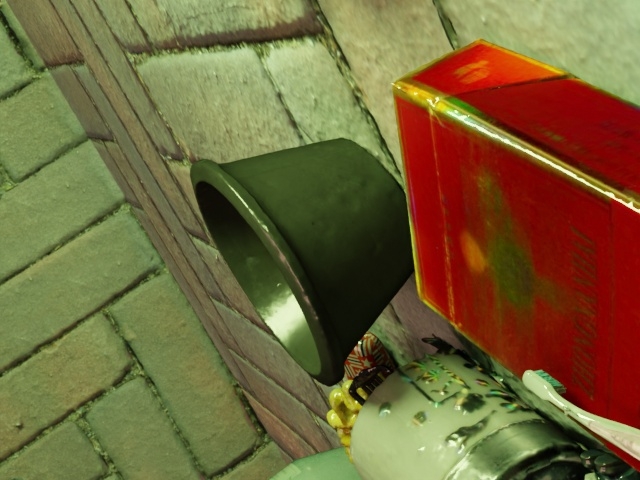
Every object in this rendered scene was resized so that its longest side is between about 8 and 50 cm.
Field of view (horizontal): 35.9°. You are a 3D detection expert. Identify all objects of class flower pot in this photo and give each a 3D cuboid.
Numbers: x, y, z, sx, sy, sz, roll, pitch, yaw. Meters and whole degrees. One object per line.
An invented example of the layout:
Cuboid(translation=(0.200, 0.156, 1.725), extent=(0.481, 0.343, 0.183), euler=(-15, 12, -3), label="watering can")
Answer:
Cuboid(translation=(0.000, 0.000, 1.029), extent=(0.269, 0.166, 0.269), euler=(54, 165, 21), label="flower pot")

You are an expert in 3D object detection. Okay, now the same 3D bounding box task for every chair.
Cuboid(translation=(0.111, 0.253, 1.185), extent=(0.212, 0.101, 0.084), euler=(41, 124, -5), label="chair")

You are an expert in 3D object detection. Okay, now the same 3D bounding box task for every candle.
Cuboid(translation=(0.132, 0.216, 1.033), extent=(0.330, 0.187, 0.187), euler=(39, 157, 52), label="candle")

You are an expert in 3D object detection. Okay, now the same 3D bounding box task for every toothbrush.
Cuboid(translation=(0.187, 0.123, 0.557), extent=(0.204, 0.022, 0.017), euler=(34, 128, 51), label="toothbrush")

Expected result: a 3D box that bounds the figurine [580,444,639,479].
Cuboid(translation=(0.276, 0.253, 0.873), extent=(0.086, 0.087, 0.149), euler=(174, 79, -72), label="figurine")

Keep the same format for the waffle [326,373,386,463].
Cuboid(translation=(0.129, 0.298, 1.347), extent=(0.283, 0.065, 0.309), euler=(36, 149, 17), label="waffle")

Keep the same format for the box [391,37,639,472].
Cuboid(translation=(0.176, 0.018, 0.611), extent=(0.313, 0.089, 0.197), euler=(38, 149, 47), label="box")

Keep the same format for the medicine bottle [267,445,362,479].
Cuboid(translation=(0.021, 0.489, 1.738), extent=(0.245, 0.290, 0.245), euler=(53, 165, 20), label="medicine bottle")

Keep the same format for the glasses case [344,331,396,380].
Cuboid(translation=(0.081, 0.198, 1.390), extent=(0.073, 0.049, 0.194), euler=(8, 133, 44), label="glasses case")
